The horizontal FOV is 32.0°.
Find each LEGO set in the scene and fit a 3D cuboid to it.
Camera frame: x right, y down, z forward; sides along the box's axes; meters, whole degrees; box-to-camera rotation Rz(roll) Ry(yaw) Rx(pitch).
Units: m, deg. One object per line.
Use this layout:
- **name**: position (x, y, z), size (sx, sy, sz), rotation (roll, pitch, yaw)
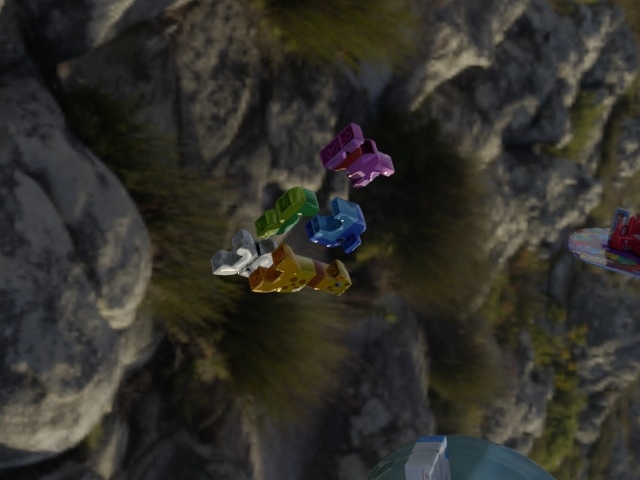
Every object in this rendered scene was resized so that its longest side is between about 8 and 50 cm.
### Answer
- **LEGO set**: position (0.000, 0.000, 1.088), size (0.093, 0.227, 0.087), rotation (19, 44, -37)

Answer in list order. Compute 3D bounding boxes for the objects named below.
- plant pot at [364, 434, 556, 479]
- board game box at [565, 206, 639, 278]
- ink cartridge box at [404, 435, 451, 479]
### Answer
- **plant pot**: position (0.126, 0.375, 1.163), size (0.196, 0.293, 0.292), rotation (-27, 120, -60)
- **board game box**: position (0.307, 0.004, 1.007), size (0.133, 0.169, 0.033), rotation (-24, 127, -59)
- **ink cartridge box**: position (0.099, 0.221, 1.043), size (0.083, 0.028, 0.048), rotation (-40, 124, -68)
